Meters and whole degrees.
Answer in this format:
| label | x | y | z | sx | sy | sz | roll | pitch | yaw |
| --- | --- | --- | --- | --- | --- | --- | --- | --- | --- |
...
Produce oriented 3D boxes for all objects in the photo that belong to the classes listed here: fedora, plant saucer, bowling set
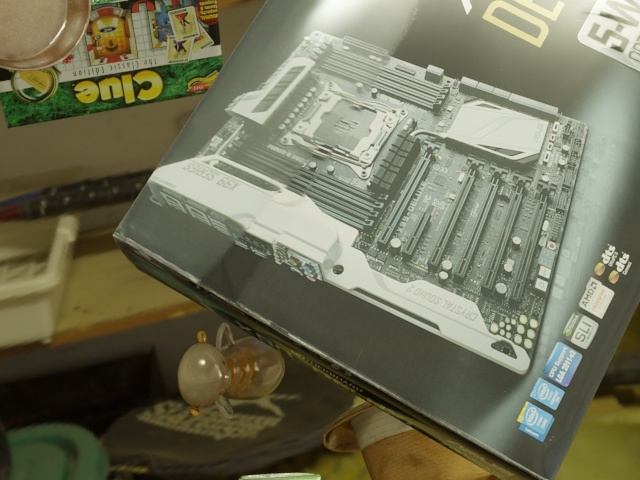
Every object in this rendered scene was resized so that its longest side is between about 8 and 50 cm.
| label | x | y | z | sx | sy | sz | roll | pitch | yaw |
| --- | --- | --- | --- | --- | --- | --- | --- | --- | --- |
| fedora | 0.101 | 0.177 | 0.814 | 0.194 | 0.194 | 0.079 | -12 | 65 | 2 |
| plant saucer | -0.299 | -0.241 | 0.913 | 0.029 | 0.168 | 0.168 | -9 | 18 | 46 |
| bowling set | 0.000 | 0.000 | 0.778 | 0.199 | 0.287 | 0.154 | -2 | -5 | 18 |

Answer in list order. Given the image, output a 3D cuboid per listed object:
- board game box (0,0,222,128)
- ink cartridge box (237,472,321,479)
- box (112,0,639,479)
| label | x | y | z | sx | sy | sz | roll | pitch | yaw |
| --- | --- | --- | --- | --- | --- | --- | --- | --- | --- |
| board game box | -0.242 | -0.214 | 1.101 | 0.259 | 0.136 | 0.030 | -13 | 42 | -13 |
| ink cartridge box | -0.069 | 0.391 | 1.129 | 0.097 | 0.189 | 0.255 | 1 | -24 | -16 |
| box | 0.076 | -0.062 | 0.522 | 0.242 | 0.076 | 0.307 | 30 | 76 | 7 |
